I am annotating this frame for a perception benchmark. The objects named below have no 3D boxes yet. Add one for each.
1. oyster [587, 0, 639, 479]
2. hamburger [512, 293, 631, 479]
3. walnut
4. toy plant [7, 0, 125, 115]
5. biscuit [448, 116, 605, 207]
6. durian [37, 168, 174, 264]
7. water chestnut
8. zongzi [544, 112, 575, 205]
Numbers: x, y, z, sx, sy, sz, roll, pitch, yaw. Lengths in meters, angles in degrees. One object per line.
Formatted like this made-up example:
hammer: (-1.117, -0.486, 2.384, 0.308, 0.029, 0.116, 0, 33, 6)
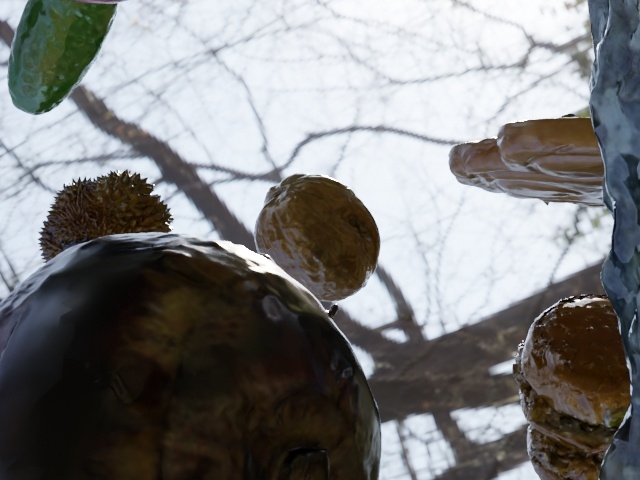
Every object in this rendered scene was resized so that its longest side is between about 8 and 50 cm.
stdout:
oyster: (0.140, -0.060, 0.383, 0.162, 0.158, 0.351, -7, -76, -48)
hamburger: (0.348, 0.197, 1.525, 0.245, 0.260, 0.211, -17, -61, -36)
walnut: (0.000, 0.000, 1.632, 0.184, 0.155, 0.155, 48, -143, -24)
toy plant: (-0.238, -0.312, 1.248, 0.211, 0.356, 0.317, 39, -103, 2)
biscuit: (0.270, -0.068, 1.265, 0.376, 0.269, 0.051, 19, -107, -72)
durian: (-0.246, -0.009, 1.414, 0.137, 0.158, 0.168, 39, -164, -15)
water chestnut: (-0.113, 0.144, 0.692, 0.300, 0.300, 0.300, 32, -134, -41)
zongzi: (0.316, -0.104, 1.632, 0.113, 0.104, 0.052, 45, -157, -37)
